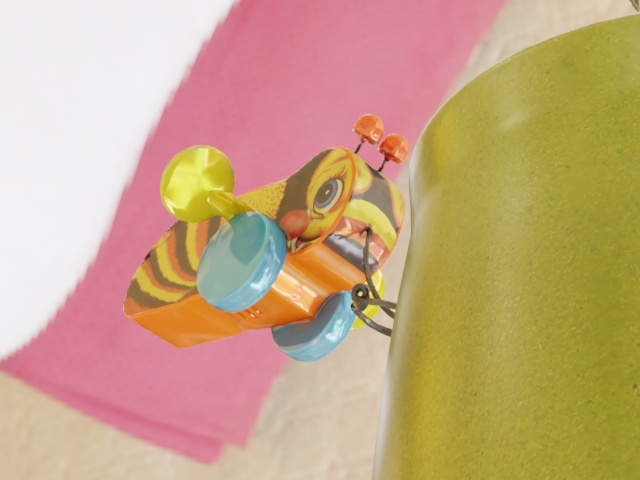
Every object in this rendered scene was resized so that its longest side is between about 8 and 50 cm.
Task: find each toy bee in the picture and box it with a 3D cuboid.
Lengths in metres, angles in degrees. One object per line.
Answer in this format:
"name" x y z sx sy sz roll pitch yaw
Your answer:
"toy bee" 0.000 0.000 1.329 0.298 0.195 0.162 10 66 31

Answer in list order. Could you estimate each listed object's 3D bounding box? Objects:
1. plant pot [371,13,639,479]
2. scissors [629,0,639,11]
"plant pot" 0.176 0.100 0.885 0.366 0.366 0.353 -26 53 32
"scissors" 0.117 -0.256 1.170 0.109 0.021 0.297 -18 73 24
